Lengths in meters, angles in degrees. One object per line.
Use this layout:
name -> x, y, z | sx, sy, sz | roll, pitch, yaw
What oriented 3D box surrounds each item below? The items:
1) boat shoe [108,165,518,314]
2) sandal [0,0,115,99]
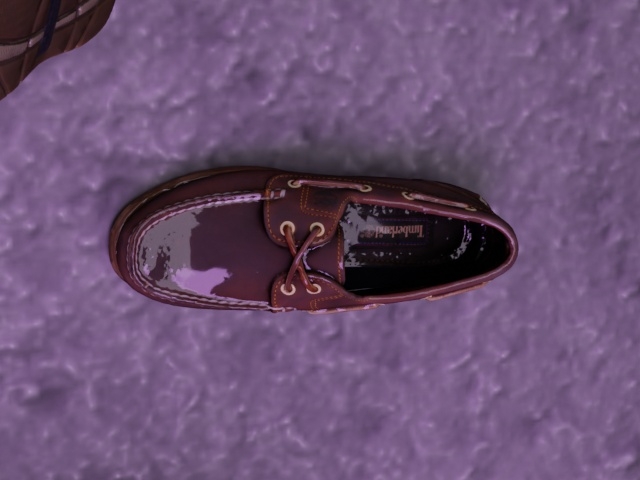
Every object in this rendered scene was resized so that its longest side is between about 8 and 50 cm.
boat shoe -> 0.000, 0.000, 0.685 | 0.207, 0.073, 0.073 | -6, 105, -19
sandal -> -0.139, -0.103, 0.572 | 0.049, 0.180, 0.072 | 26, 119, 7
